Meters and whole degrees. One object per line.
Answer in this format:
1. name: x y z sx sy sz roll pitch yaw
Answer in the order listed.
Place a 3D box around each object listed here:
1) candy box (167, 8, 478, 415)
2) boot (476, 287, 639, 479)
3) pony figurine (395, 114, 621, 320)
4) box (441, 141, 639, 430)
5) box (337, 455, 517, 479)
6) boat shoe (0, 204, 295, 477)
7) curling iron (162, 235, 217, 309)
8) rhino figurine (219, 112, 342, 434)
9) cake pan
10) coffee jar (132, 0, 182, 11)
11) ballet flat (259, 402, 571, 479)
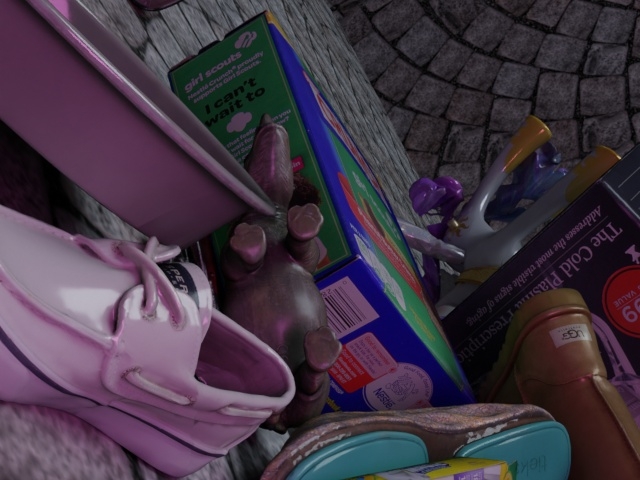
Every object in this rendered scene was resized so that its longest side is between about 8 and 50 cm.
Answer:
1. candy box: 0.000 0.000 1.087 0.268 0.122 0.317 52 12 -46
2. boot: 0.208 0.207 0.982 0.236 0.089 0.269 85 -10 -51
3. pony figurine: 0.186 0.011 1.551 0.303 0.363 0.351 47 -2 -25
4. box: 0.283 0.138 1.201 0.312 0.343 0.179 47 32 6
5. box: 0.061 0.189 0.742 0.179 0.043 0.105 2 89 -46
6. boat shoe: -0.093 0.040 0.590 0.267 0.088 0.096 49 15 -50
7. curling iron: -0.098 -0.031 0.911 0.274 0.035 0.068 -101 177 -61
8. rhino figurine: -0.034 0.018 0.847 0.106 0.073 0.243 105 -19 -63
9. cake pan: -0.143 -0.101 0.649 0.293 0.054 0.293 45 2 -2
10. coffee jar: -0.152 -0.296 1.258 0.079 0.096 0.184 60 9 -20
11. ballet flat: 0.045 0.162 0.836 0.316 0.106 0.107 6 91 -46
